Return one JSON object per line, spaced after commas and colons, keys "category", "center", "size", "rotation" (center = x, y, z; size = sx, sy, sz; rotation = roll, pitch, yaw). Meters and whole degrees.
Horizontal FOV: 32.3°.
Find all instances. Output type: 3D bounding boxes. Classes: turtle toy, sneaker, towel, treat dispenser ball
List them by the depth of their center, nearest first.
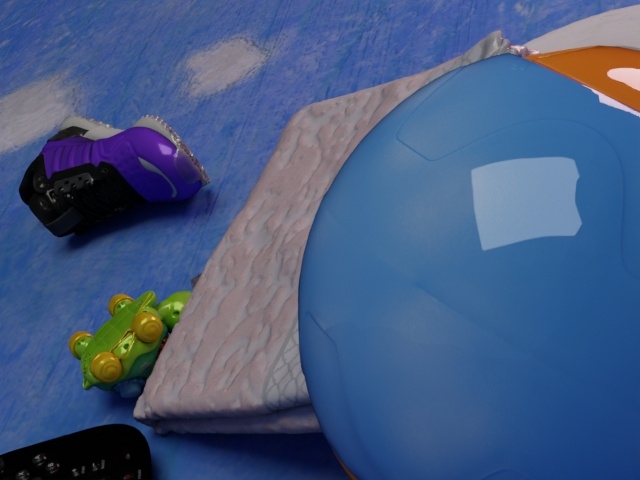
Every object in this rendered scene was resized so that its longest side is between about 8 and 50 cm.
{"category": "treat dispenser ball", "center": [0.131, 0.041, 0.589], "size": [0.288, 0.288, 0.288], "rotation": [-20, 33, 13]}
{"category": "towel", "center": [0.000, 0.000, 0.872], "size": [0.317, 0.053, 0.332], "rotation": [-14, 42, 56]}
{"category": "turtle toy", "center": [-0.160, 0.090, 0.989], "size": [0.130, 0.066, 0.095], "rotation": [-44, 28, -13]}
{"category": "sneaker", "center": [-0.247, -0.058, 1.250], "size": [0.293, 0.102, 0.146], "rotation": [8, 51, 50]}

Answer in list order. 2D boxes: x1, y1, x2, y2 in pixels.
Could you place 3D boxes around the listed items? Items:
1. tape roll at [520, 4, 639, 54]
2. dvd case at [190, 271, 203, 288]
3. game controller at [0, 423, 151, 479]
{"category": "tape roll", "center": [0.211, -0.073, 0.884], "size": [0.286, 0.100, 0.286], "rotation": [-24, 26, 13]}
{"category": "dvd case", "center": [-0.023, 0.051, 0.991], "size": [0.164, 0.018, 0.221], "rotation": [-29, 32, -2]}
{"category": "game controller", "center": [-0.198, 0.255, 0.789], "size": [0.166, 0.067, 0.319], "rotation": [-24, 33, 6]}
